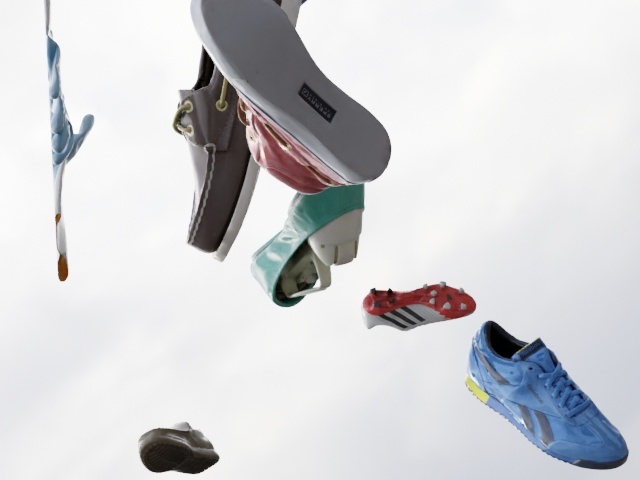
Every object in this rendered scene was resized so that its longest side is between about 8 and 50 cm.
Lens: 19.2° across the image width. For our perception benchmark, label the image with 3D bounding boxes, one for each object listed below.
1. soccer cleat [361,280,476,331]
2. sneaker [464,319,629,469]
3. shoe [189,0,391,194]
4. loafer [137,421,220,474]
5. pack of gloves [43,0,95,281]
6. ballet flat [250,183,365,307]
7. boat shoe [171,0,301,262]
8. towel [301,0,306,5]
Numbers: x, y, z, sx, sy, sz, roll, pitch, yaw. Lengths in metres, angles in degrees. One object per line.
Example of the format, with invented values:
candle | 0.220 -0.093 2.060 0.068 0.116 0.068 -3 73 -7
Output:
soccer cleat | 0.070 0.050 1.360 0.083 0.029 0.035 -2 -41 -7
sneaker | 0.232 0.156 1.938 0.069 0.209 0.082 -22 -45 -39
shoe | -0.036 -0.098 1.274 0.081 0.178 0.063 -17 35 53
loafer | -0.171 0.238 2.189 0.056 0.050 0.148 -36 -26 11
pack of gloves | -0.228 -0.111 1.746 0.046 0.232 0.195 -2 -50 -9
ballet flat | 0.000 0.000 1.974 0.083 0.087 0.247 -22 -17 -31
boat shoe | -0.096 -0.144 1.891 0.096 0.324 0.116 13 1 -13
towel | -0.030 -0.454 2.310 0.243 0.040 0.336 -42 -45 -24
